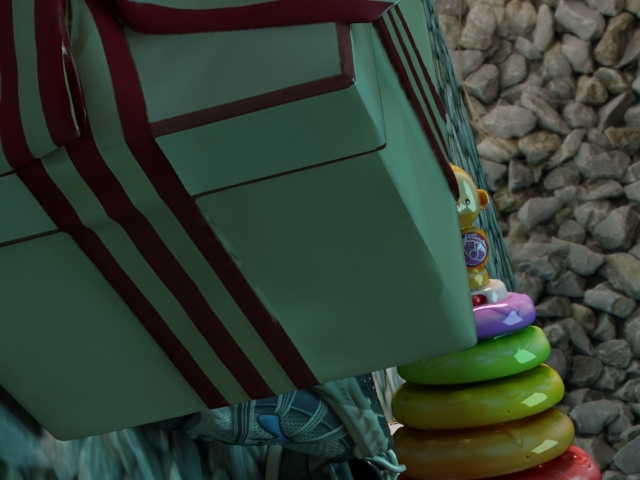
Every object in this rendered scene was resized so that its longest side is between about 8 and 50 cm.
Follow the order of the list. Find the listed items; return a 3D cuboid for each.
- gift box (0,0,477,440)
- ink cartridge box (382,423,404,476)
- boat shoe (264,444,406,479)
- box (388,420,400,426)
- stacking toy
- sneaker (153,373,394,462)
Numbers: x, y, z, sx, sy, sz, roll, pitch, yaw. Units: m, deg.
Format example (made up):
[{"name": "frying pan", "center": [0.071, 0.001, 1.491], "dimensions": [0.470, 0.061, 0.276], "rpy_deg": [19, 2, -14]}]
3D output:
[{"name": "gift box", "center": [-0.057, -0.090, 0.789], "dimensions": [0.258, 0.276, 0.255], "rpy_deg": [57, 17, -54]}, {"name": "ink cartridge box", "center": [0.085, 0.254, 1.542], "dimensions": [0.175, 0.072, 0.127], "rpy_deg": [-75, 149, -67]}, {"name": "boat shoe", "center": [0.015, 0.191, 1.215], "dimensions": [0.319, 0.099, 0.116], "rpy_deg": [-25, 98, -79]}, {"name": "box", "center": [0.105, 0.253, 1.688], "dimensions": [0.059, 0.054, 0.169], "rpy_deg": [9, 68, -78]}, {"name": "stacking toy", "center": [0.114, 0.090, 1.311], "dimensions": [0.166, 0.175, 0.302], "rpy_deg": [-160, -119, -78]}, {"name": "sneaker", "center": [-0.041, 0.073, 1.051], "dimensions": [0.283, 0.122, 0.110], "rpy_deg": [55, 14, -62]}]
